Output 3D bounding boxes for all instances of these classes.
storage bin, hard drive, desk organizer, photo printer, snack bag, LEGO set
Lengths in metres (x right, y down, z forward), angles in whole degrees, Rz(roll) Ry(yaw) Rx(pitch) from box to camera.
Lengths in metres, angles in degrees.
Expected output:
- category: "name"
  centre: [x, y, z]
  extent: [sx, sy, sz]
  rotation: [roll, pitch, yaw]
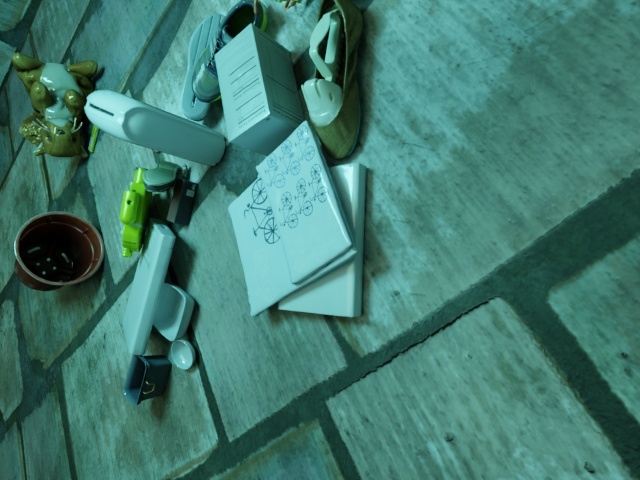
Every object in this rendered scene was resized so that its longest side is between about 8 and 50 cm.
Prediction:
- category: "storage bin"
  centre: [-0.491, 0.396, 1.176]
  extent: [0.098, 0.091, 0.135]
  rotation: [22, 98, 38]
- category: "hard drive"
  centre: [0.000, 0.000, 0.876]
  extent: [0.203, 0.040, 0.307]
  rotation: [-2, 83, 38]
- category: "hard drive"
  centre: [-0.516, 0.126, 1.218]
  extent: [0.233, 0.047, 0.352]
  rotation: [27, 101, 57]
- category: "desk organizer"
  centre: [-0.410, -0.114, 1.206]
  extent: [0.050, 0.047, 0.130]
  rotation: [17, 93, 44]
- category: "photo printer"
  centre: [-0.450, -0.304, 1.097]
  extent: [0.256, 0.308, 0.107]
  rotation: [28, 101, 36]
- category: "snack bag"
  centre: [-0.093, -0.039, 0.906]
  extent: [0.343, 0.037, 0.322]
  rotation: [-35, 62, 35]
- category: "LEGO set"
  centre: [-0.415, -0.194, 1.239]
  extent: [0.083, 0.024, 0.054]
  rotation: [-46, 45, 42]

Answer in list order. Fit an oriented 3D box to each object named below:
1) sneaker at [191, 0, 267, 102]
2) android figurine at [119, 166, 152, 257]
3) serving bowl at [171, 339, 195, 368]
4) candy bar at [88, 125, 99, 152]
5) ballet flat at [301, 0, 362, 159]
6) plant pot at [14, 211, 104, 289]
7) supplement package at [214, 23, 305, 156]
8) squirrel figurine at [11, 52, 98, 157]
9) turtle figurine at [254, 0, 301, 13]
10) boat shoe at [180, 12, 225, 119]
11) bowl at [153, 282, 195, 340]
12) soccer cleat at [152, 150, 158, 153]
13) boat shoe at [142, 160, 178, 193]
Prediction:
- category: "sneaker"
  centre: [-0.245, -0.493, 1.047]
  extent: [0.299, 0.111, 0.121]
  rotation: [-56, 13, 14]
- category: "android figurine"
  centre: [-0.563, -0.080, 1.249]
  extent: [0.248, 0.056, 0.272]
  rotation: [179, 101, -74]
- category: "serving bowl"
  centre: [-0.375, 0.312, 1.131]
  extent: [0.084, 0.027, 0.083]
  rotation: [6, 102, 30]
- category: "candy bar"
  centre: [-0.919, -0.435, 1.663]
  extent: [0.040, 0.018, 0.161]
  rotation: [25, 100, 41]
- category: "ballet flat"
  centre: [0.021, -0.348, 0.851]
  extent: [0.116, 0.124, 0.341]
  rotation: [5, 88, 38]
- category: "plant pot"
  centre: [-0.995, 0.063, 1.521]
  extent: [0.265, 0.273, 0.272]
  rotation: [-23, 70, 42]
- category: "supplement package"
  centre: [-0.143, -0.348, 0.970]
  extent: [0.134, 0.139, 0.243]
  rotation: [-23, 70, 32]
- category: "squirrel figurine"
  centre: [-1.076, -0.504, 1.681]
  extent: [0.397, 0.281, 0.370]
  rotation: [-16, 84, 50]
- category: "turtle figurine"
  centre: [-0.031, -0.571, 0.898]
  extent: [0.218, 0.269, 0.087]
  rotation: [-5, 118, 15]
- category: "boat shoe"
  centre: [-0.328, -0.485, 1.157]
  extent: [0.094, 0.109, 0.302]
  rotation: [-162, 91, -76]
- category: "bowl"
  centre: [-0.415, 0.200, 1.166]
  extent: [0.142, 0.053, 0.142]
  rotation: [23, 99, 37]
- category: "soccer cleat"
  centre: [-0.554, -0.327, 1.360]
  extent: [0.036, 0.029, 0.083]
  rotation: [-43, 63, 16]
- category: "boat shoe"
  centre: [-0.462, -0.173, 1.186]
  extent: [0.227, 0.081, 0.068]
  rotation: [-107, 33, -66]
